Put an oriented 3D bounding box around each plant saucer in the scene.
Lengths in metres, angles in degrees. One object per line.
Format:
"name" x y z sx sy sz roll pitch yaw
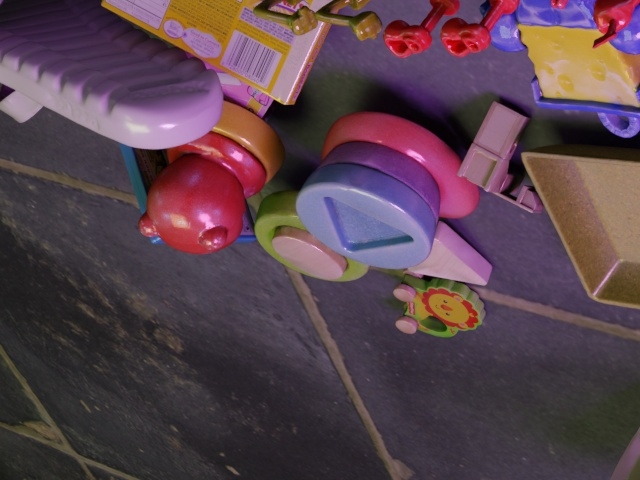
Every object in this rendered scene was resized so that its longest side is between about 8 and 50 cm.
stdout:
"plant saucer" 0.286 -0.015 1.402 0.188 0.045 0.188 9 141 43

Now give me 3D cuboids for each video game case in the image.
"video game case" -0.132 -0.054 1.674 0.015 0.166 0.119 -25 77 30

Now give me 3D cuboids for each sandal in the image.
"sandal" -0.249 -0.157 1.582 0.416 0.169 0.102 34 135 45

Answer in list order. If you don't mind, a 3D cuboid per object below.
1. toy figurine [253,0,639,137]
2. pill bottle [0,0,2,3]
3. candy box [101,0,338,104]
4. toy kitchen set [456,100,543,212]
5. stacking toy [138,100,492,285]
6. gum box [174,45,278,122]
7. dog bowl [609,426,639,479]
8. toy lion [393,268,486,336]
"toy figurine" 0.157 -0.142 1.221 0.362 0.191 0.217 9 146 44
"pill bottle" -0.322 -0.284 1.417 0.160 0.160 0.283 41 151 -7
"candy box" -0.091 -0.214 1.487 0.206 0.105 0.027 30 -168 15
"toy kitchen set" 0.177 -0.072 1.458 0.068 0.075 0.083 30 -169 20
"stacking toy" 0.000 0.000 1.583 0.309 0.130 0.279 5 148 31
"gum box" -0.092 -0.157 1.602 0.107 0.062 0.188 37 152 -1
"dog bowl" 0.355 0.256 1.438 0.102 0.349 0.349 27 154 -10
"toy lion" 0.127 0.071 1.735 0.096 0.034 0.100 19 148 17
